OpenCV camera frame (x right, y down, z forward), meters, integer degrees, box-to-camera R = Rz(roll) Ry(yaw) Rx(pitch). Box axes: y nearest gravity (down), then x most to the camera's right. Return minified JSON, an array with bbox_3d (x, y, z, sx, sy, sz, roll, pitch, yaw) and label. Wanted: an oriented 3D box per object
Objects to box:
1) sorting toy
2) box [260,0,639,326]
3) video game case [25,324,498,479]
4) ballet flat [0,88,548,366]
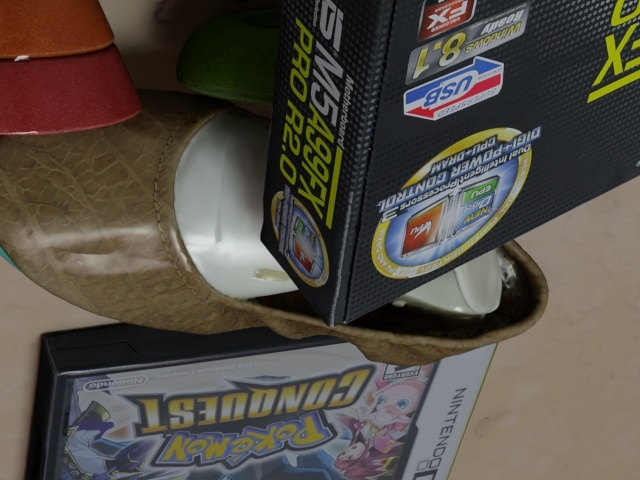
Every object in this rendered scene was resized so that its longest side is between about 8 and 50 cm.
[{"bbox_3d":[-0.023,-0.126,0.785,0.366,0.127,0.126,-7,107,-26],"label":"sorting toy"},{"bbox_3d":[0.108,-0.101,0.719,0.270,0.060,0.216,-25,147,-25],"label":"box"},{"bbox_3d":[-0.041,0.135,1.079,0.275,0.035,0.248,-7,137,-22],"label":"video game case"},{"bbox_3d":[0.000,0.000,0.857,0.124,0.116,0.342,-2,165,39],"label":"ballet flat"}]
